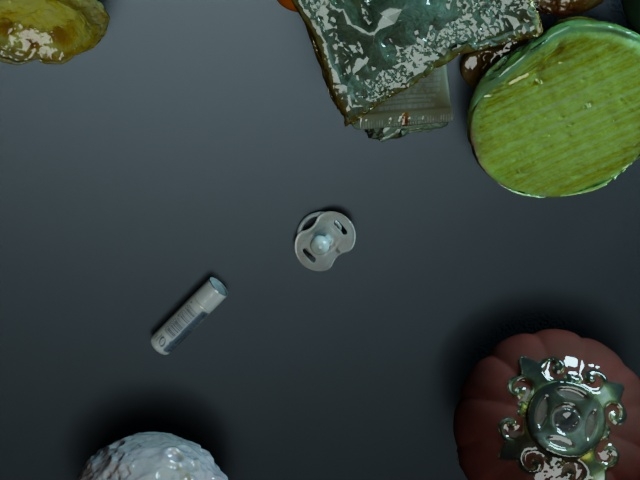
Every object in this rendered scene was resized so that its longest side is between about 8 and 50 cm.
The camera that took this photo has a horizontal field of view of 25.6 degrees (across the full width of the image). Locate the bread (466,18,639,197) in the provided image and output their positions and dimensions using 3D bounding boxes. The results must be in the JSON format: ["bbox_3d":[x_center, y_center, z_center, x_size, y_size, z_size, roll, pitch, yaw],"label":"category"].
[{"bbox_3d":[0.355,-0.183,2.001,0.301,0.045,0.301,-5,129,-6],"label":"bread"}]

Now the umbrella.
[{"bbox_3d":[0.115,-0.176,2.011,0.143,0.062,0.067,-5,135,-8],"label":"umbrella"}]

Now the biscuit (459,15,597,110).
[{"bbox_3d":[0.319,-0.240,2.014,0.236,0.039,0.180,-17,115,1],"label":"biscuit"}]

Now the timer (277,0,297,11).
[{"bbox_3d":[-0.001,-0.350,1.901,0.136,0.099,0.136,3,125,4],"label":"timer"}]

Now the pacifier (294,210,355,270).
[{"bbox_3d":[0.000,0.000,2.076,0.099,0.078,0.081,-42,90,15],"label":"pacifier"}]

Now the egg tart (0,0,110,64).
[{"bbox_3d":[-0.380,-0.309,1.860,0.213,0.212,0.090,-3,71,-1],"label":"egg tart"}]

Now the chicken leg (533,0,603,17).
[{"bbox_3d":[0.326,-0.396,1.920,0.322,0.083,0.177,8,102,-6],"label":"chicken leg"}]

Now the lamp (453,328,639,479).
[{"bbox_3d":[0.353,0.285,2.137,0.303,0.257,0.303,0,75,0],"label":"lamp"}]

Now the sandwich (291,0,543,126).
[{"bbox_3d":[0.110,-0.331,1.816,0.301,0.099,0.271,-26,114,3],"label":"sandwich"}]

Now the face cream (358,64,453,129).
[{"bbox_3d":[0.116,-0.319,1.920,0.137,0.084,0.341,-6,113,-10],"label":"face cream"}]

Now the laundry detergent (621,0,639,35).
[{"bbox_3d":[0.466,-0.352,1.907,0.137,0.063,0.211,-37,142,10],"label":"laundry detergent"}]

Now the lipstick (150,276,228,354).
[{"bbox_3d":[-0.201,0.116,2.132,0.040,0.040,0.141,40,106,-20],"label":"lipstick"}]

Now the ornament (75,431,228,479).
[{"bbox_3d":[-0.257,0.410,2.154,0.259,0.259,0.225,2,73,-6],"label":"ornament"}]
